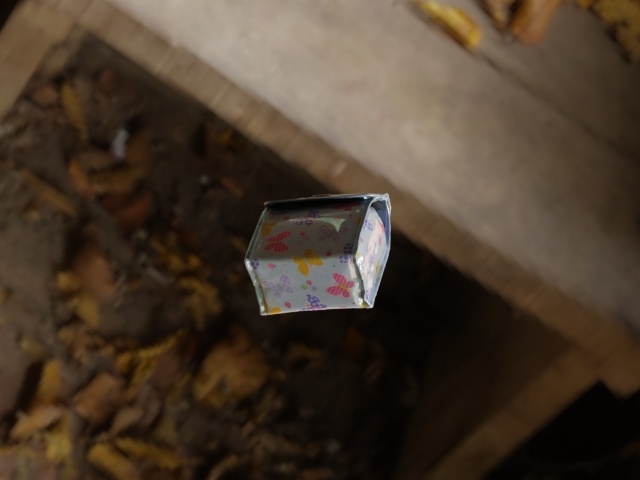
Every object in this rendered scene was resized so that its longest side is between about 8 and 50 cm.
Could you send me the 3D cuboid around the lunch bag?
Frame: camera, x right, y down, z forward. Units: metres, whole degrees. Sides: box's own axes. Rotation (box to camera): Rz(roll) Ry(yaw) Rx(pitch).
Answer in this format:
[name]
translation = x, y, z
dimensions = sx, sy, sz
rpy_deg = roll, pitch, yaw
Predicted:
[lunch bag]
translation = 0.000, 0.000, 1.093
dimensions = 0.083, 0.071, 0.053
rpy_deg = -68, 149, -52
